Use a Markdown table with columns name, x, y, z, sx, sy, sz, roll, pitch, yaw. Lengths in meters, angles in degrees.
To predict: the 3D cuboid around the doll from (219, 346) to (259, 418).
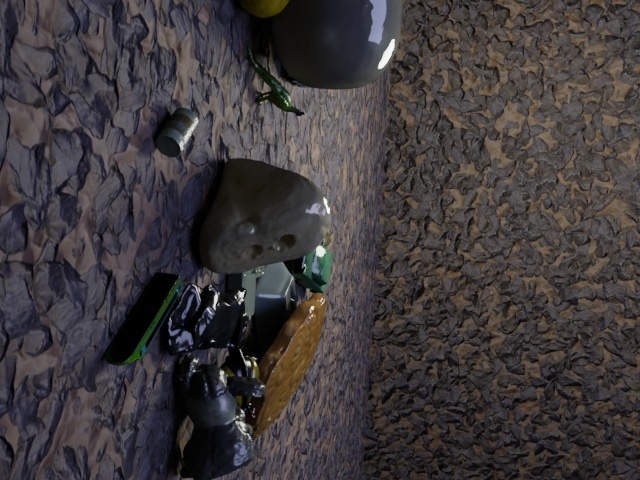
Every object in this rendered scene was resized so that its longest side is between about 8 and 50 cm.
| name | x | y | z | sx | sy | sz | roll | pitch | yaw |
| --- | --- | --- | --- | --- | --- | --- | --- | --- | --- |
| doll | -0.188 | 0.348 | 1.570 | 0.127 | 0.088 | 0.248 | -38 | 136 | -73 |

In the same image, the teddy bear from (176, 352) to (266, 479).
| name | x | y | z | sx | sy | sz | roll | pitch | yaw |
| --- | --- | --- | --- | --- | --- | --- | --- | --- | --- |
| teddy bear | -0.193 | 0.339 | 1.394 | 0.144 | 0.171 | 0.250 | 178 | -88 | -83 |

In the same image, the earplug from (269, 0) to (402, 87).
| name | x | y | z | sx | sy | sz | roll | pitch | yaw |
| --- | --- | --- | --- | --- | --- | --- | --- | --- | --- |
| earplug | 0.039 | -0.544 | 1.605 | 0.312 | 0.313 | 0.394 | -27 | 118 | -75 |

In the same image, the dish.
| name | x | y | z | sx | sy | sz | roll | pitch | yaw |
| --- | --- | --- | --- | --- | --- | --- | --- | --- | --- |
| dish | -0.108 | 0.175 | 1.860 | 0.182 | 0.080 | 0.243 | -69 | 161 | -49 |

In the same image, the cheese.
| name | x | y | z | sx | sy | sz | roll | pitch | yaw |
| --- | --- | --- | --- | --- | --- | --- | --- | --- | --- |
| cheese | -0.111 | -0.031 | 1.421 | 0.173 | 0.248 | 0.251 | 82 | 25 | -43 |

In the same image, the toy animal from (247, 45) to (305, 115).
| name | x | y | z | sx | sy | sz | roll | pitch | yaw |
| --- | --- | --- | --- | --- | --- | --- | --- | --- | --- |
| toy animal | -0.125 | -0.351 | 1.625 | 0.217 | 0.075 | 0.041 | 47 | 40 | -35 |

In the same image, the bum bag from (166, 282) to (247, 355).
| name | x | y | z | sx | sy | sz | roll | pitch | yaw |
| --- | --- | --- | --- | --- | --- | --- | --- | --- | --- |
| bum bag | -0.214 | 0.154 | 1.394 | 0.310 | 0.074 | 0.137 | 19 | 87 | -73 |

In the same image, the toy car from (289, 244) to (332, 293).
| name | x | y | z | sx | sy | sz | roll | pitch | yaw |
| --- | --- | --- | --- | --- | --- | --- | --- | --- | --- |
| toy car | -0.021 | 0.077 | 2.149 | 0.320 | 0.097 | 0.141 | 53 | 45 | -71 |

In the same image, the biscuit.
| name | x | y | z | sx | sy | sz | roll | pitch | yaw |
| --- | --- | --- | --- | --- | --- | --- | --- | --- | --- |
| biscuit | -0.079 | 0.326 | 1.839 | 0.385 | 0.062 | 0.365 | -52 | 160 | -47 |

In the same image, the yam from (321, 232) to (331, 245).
| name | x | y | z | sx | sy | sz | roll | pitch | yaw |
| --- | --- | --- | --- | --- | --- | --- | --- | --- | --- |
| yam | 0.000 | 0.000 | 2.314 | 0.132 | 0.054 | 0.054 | -17 | 112 | -77 |

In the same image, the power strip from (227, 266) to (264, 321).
| name | x | y | z | sx | sy | sz | roll | pitch | yaw |
| --- | --- | --- | --- | --- | --- | --- | --- | --- | --- |
| power strip | -0.162 | 0.067 | 1.615 | 0.145 | 0.061 | 0.215 | -26 | 121 | -74 |

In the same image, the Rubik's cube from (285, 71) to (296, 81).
| name | x | y | z | sx | sy | sz | roll | pitch | yaw |
| --- | --- | --- | --- | --- | --- | --- | --- | --- | --- |
| Rubik's cube | 0.003 | -0.489 | 1.854 | 0.160 | 0.163 | 0.162 | -33 | 124 | -79 |

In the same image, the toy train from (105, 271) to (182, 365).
| name | x | y | z | sx | sy | sz | roll | pitch | yaw |
| --- | --- | --- | --- | --- | --- | --- | --- | --- | --- |
| toy train | -0.285 | 0.136 | 1.148 | 0.209 | 0.044 | 0.042 | -68 | 161 | -49 |

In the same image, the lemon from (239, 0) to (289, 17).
| name | x | y | z | sx | sy | sz | roll | pitch | yaw |
| --- | --- | --- | --- | --- | --- | --- | --- | --- | --- |
| lemon | -0.116 | -0.515 | 1.456 | 0.133 | 0.109 | 0.109 | -33 | 129 | -56 |

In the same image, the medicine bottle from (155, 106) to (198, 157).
| name | x | y | z | sx | sy | sz | roll | pitch | yaw |
| --- | --- | --- | --- | --- | --- | --- | --- | --- | --- |
| medicine bottle | -0.241 | -0.183 | 1.192 | 0.083 | 0.047 | 0.047 | -72 | 163 | -44 |
